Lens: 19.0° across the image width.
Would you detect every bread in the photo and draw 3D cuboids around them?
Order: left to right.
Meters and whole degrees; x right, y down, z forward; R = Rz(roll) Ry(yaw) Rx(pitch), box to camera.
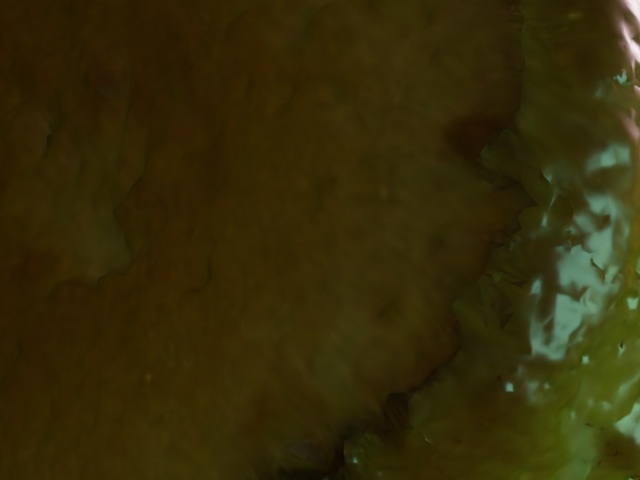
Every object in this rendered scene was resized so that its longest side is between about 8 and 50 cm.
[{"bbox_3d":[0.000,0.000,0.480,0.146,0.268,0.268,23,81,-47],"label":"bread"}]
